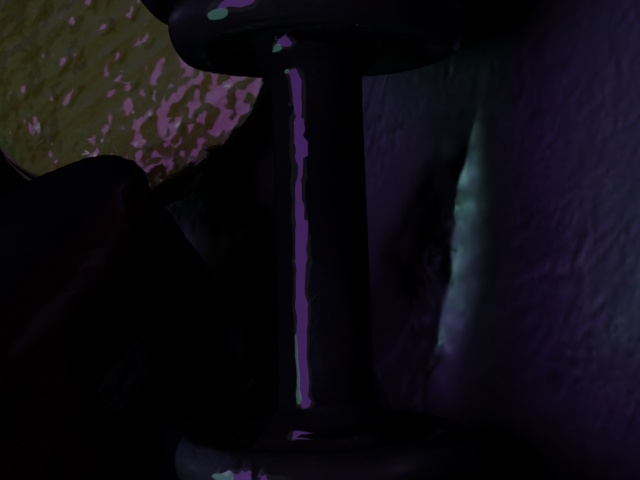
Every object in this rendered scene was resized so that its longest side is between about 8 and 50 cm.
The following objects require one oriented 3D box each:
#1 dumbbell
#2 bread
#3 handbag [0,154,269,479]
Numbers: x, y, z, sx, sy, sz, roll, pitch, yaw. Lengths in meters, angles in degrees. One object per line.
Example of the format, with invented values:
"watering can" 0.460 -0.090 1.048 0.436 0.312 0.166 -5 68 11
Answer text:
"dumbbell" 0.000 0.000 0.465 0.179 0.179 0.406 -4 87 53
"bread" -0.122 -0.165 0.685 0.301 0.045 0.301 1 92 35
"handbag" -0.140 0.091 0.579 0.181 0.254 0.181 -13 120 37
